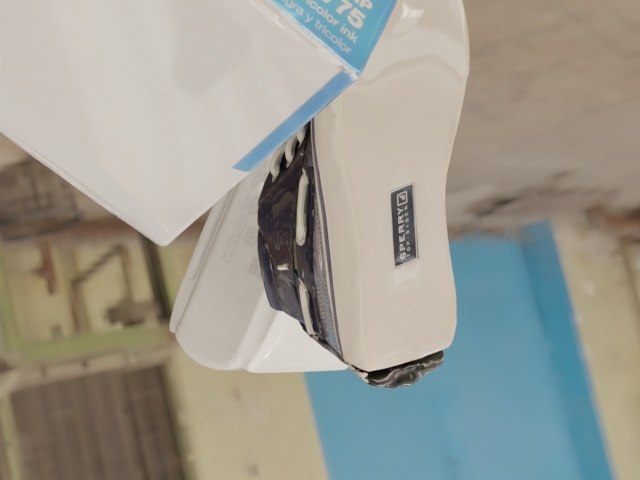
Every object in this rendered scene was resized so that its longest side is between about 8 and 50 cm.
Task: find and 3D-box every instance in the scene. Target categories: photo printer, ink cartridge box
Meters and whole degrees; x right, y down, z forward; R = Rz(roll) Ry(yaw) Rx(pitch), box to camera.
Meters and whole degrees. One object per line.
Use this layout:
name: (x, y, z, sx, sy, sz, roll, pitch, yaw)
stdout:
photo printer: (0.000, 0.000, 1.796, 0.107, 0.256, 0.307, 26, -174, 21)
ink cartridge box: (-0.063, -0.184, 1.015, 0.197, 0.270, 0.198, 37, 140, -14)

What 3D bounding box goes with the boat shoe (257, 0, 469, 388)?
boat shoe: (0.014, -0.068, 1.416, 0.127, 0.340, 0.158, -14, -154, -33)
